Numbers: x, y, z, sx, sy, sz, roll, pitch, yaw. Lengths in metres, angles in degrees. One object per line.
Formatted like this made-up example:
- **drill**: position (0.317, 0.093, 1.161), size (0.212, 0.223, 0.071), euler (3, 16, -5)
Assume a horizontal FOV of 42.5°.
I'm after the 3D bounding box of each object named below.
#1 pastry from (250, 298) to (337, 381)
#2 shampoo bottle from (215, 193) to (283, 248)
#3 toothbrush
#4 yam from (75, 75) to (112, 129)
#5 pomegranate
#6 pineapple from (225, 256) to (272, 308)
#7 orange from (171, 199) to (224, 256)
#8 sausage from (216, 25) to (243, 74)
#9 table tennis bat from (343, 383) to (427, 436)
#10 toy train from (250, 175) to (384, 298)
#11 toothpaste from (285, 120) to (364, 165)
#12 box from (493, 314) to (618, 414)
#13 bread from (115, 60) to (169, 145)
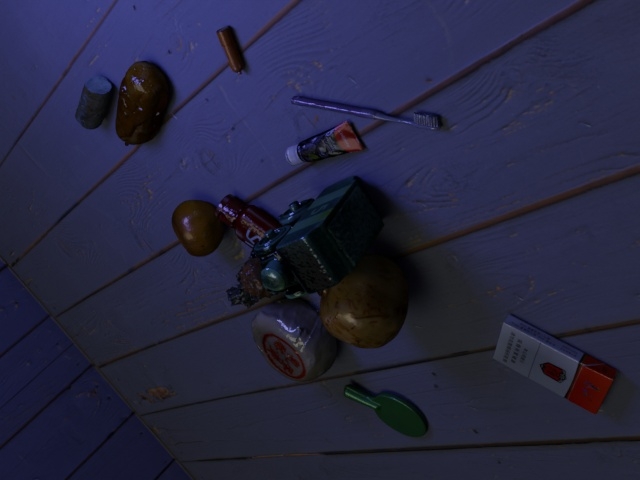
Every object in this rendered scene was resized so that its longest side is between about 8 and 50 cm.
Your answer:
- **pastry**: position (-0.073, 0.271, 2.245), size (0.264, 0.133, 0.265), euler (31, 142, 27)
- **shampoo bottle**: position (-0.124, -0.002, 2.057), size (0.314, 0.076, 0.118), euler (36, 148, 13)
- **toothbrush**: position (0.081, -0.258, 1.622), size (0.353, 0.024, 0.029), euler (17, 131, 35)
- **yam**: position (-0.600, -0.366, 2.177), size (0.078, 0.078, 0.179), euler (44, 147, 2)
- **pomegranate**: position (0.089, 0.134, 1.838), size (0.215, 0.215, 0.215), euler (28, 142, 24)
- **pineapple**: position (-0.177, 0.113, 2.200), size (0.128, 0.128, 0.248), euler (47, 149, -3)
- **orange**: position (-0.323, -0.035, 2.196), size (0.156, 0.134, 0.157), euler (162, 90, -90)
- **sausage**: position (-0.190, -0.401, 1.751), size (0.031, 0.031, 0.107), euler (11, 135, 40)
- **table tennis bat**: position (0.178, 0.461, 2.263), size (0.257, 0.039, 0.160), euler (22, 140, 22)
- **toy train**: position (0.000, 0.000, 1.749), size (0.238, 0.299, 0.167), euler (-21, 112, 39)
- **toothpaste**: position (0.005, -0.203, 1.748), size (0.193, 0.045, 0.071), euler (-10, 119, 44)
- **box**: position (0.487, 0.260, 1.728), size (0.245, 0.035, 0.139), euler (30, 143, 22)
- **bread**: position (-0.463, -0.322, 2.072), size (0.124, 0.084, 0.344), euler (44, 146, 2)
